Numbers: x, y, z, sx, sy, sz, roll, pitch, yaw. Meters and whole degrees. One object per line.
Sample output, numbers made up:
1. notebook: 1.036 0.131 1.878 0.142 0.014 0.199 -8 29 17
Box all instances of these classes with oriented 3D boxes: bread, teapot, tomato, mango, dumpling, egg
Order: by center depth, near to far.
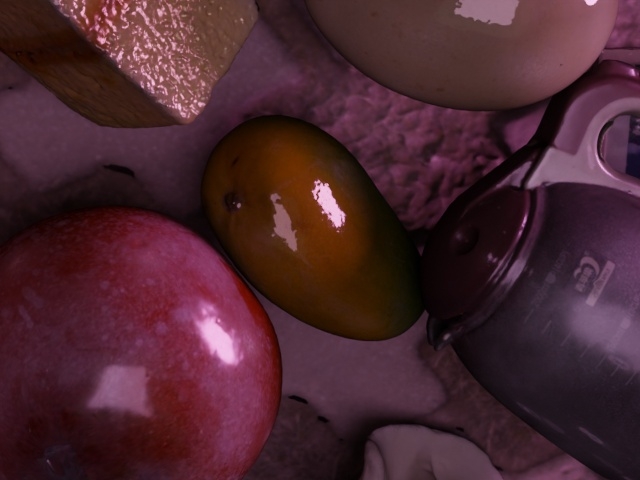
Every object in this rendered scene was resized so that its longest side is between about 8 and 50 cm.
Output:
1. bread: -0.192 -0.202 1.317 0.240 0.178 0.135 44 66 -32
2. egg: 0.110 -0.198 1.353 0.254 0.188 0.188 5 107 -6
3. tomato: -0.169 0.114 1.354 0.270 0.227 0.270 4 123 7
4. mango: 0.000 0.000 1.420 0.114 0.156 0.251 -26 127 21
5. teapot: 0.250 0.026 1.422 0.312 0.233 0.315 30 95 -19
6. dumpling: 0.093 0.301 1.551 0.318 0.187 0.242 40 56 -40

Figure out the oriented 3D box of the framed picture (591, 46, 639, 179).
1. framed picture: 0.369 -0.078 1.544 0.281 0.019 0.208 -4 109 -12
